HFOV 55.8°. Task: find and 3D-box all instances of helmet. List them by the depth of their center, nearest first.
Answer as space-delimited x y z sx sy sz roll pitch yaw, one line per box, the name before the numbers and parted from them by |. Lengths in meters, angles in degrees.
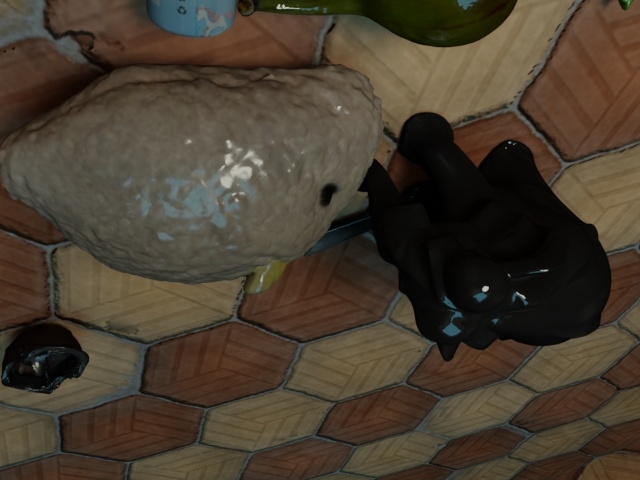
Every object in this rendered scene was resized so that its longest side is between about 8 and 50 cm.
helmet | -0.379 0.154 0.830 0.123 0.070 0.098 -36 143 14

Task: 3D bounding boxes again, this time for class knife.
knife | 0.000 0.000 0.811 0.230 0.028 0.060 -20 152 1

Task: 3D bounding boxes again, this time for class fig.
fig | 0.048 -0.211 0.512 0.236 0.124 0.124 -11 141 11

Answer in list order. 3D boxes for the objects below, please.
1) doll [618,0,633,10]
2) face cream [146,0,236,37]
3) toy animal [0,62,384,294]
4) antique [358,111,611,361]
doll | 0.313 -0.277 0.563 0.190 0.050 0.115 17 124 -31
face cream | -0.089 -0.265 0.429 0.075 0.075 0.229 -2 139 -15
toy animal | -0.116 -0.053 0.581 0.358 0.188 0.226 -2 133 -14
antique | 0.199 0.006 0.700 0.322 0.255 0.185 13 135 -26
